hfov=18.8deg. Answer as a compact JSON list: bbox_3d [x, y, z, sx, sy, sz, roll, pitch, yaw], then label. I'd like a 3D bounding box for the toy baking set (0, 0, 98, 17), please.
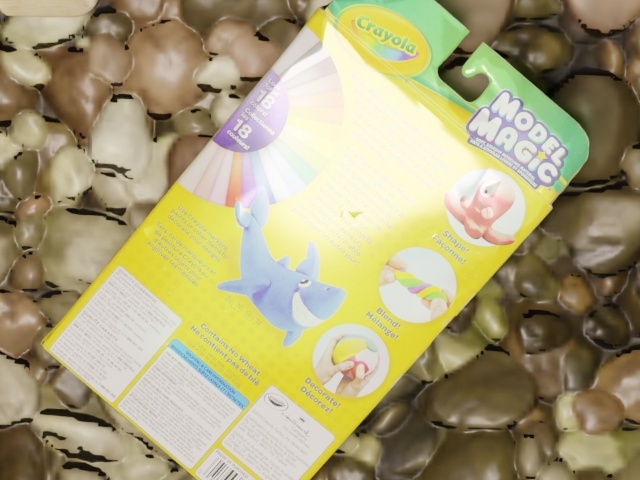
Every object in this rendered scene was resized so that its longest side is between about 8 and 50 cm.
[{"bbox_3d":[-0.212,-0.184,0.825,0.196,0.030,0.256,-27,96,11],"label":"toy baking set"}]

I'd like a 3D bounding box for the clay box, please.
[{"bbox_3d":[0.000,0.000,0.821,0.127,0.053,0.222,41,102,-1],"label":"clay box"}]
